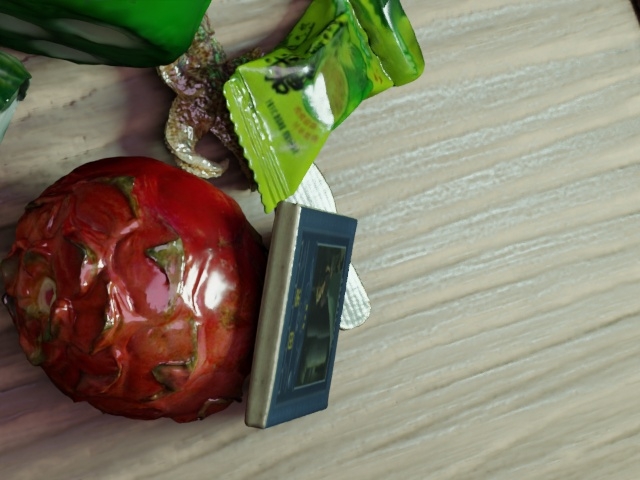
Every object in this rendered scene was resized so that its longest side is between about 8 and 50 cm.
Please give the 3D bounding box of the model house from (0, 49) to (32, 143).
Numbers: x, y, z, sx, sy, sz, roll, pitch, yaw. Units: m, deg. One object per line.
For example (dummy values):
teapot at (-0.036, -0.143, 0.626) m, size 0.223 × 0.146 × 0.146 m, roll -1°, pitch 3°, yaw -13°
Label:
model house at (-0.426, -0.097, 1.404) m, size 0.301 × 0.190 × 0.271 m, roll 37°, pitch 57°, yaw -9°

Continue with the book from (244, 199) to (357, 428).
book at (-0.014, 0.066, 1.551) m, size 0.025 × 0.269 × 0.190 m, roll 8°, pitch 89°, yaw 11°

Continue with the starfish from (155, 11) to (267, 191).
starfish at (-0.103, -0.138, 1.622) m, size 0.150 × 0.053 × 0.209 m, roll -40°, pitch 113°, yaw -29°

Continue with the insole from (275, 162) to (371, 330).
insole at (0.000, 0.000, 1.686) m, size 0.064 × 0.004 × 0.188 m, roll -27°, pitch 99°, yaw -20°

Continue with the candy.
candy at (-0.006, -0.155, 1.642) m, size 0.246 × 0.069 × 0.149 m, roll -49°, pitch 123°, yaw -35°

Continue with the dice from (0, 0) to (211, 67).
dice at (-0.226, -0.318, 1.435) m, size 0.287 × 0.300 × 0.297 m, roll 12°, pitch 85°, yaw -20°

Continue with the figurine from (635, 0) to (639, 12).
figurine at (0.383, -0.282, 1.817) m, size 0.098 × 0.082 × 0.154 m, roll -27°, pitch 99°, yaw -35°

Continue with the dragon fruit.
dragon fruit at (-0.156, 0.044, 1.497) m, size 0.252 × 0.241 × 0.241 m, roll 26°, pitch 80°, yaw -21°
